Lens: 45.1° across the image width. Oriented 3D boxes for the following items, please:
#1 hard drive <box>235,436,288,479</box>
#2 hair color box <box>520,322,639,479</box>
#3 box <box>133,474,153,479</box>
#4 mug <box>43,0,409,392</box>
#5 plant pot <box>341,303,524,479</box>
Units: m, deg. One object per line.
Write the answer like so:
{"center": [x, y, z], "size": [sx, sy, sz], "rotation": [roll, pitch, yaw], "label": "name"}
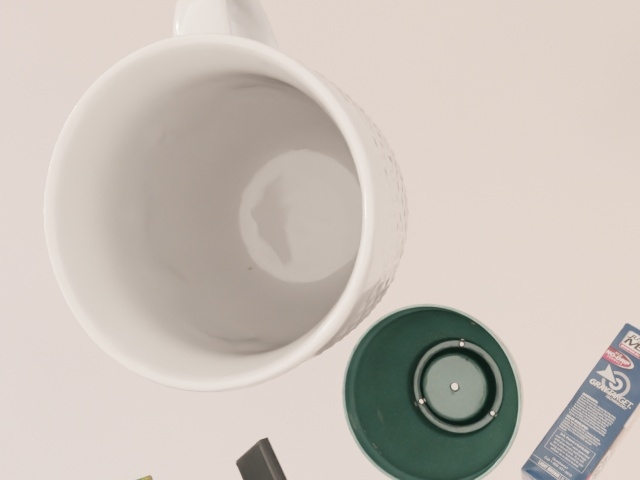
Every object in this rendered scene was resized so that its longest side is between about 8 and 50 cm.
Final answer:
{"center": [-0.086, 0.400, 1.250], "size": [0.094, 0.022, 0.135], "rotation": [-49, -119, 40], "label": "hard drive"}
{"center": [0.517, 0.340, 1.444], "size": [0.105, 0.174, 0.347], "rotation": [33, -105, 28], "label": "hair color box"}
{"center": [-0.368, 0.596, 1.294], "size": [0.279, 0.177, 0.290], "rotation": [-17, -61, -6], "label": "box"}
{"center": [-0.059, -0.071, 0.741], "size": [0.276, 0.328, 0.374], "rotation": [-12, -92, 15], "label": "mug"}
{"center": [0.209, 0.254, 1.301], "size": [0.293, 0.196, 0.293], "rotation": [-2, -96, 25], "label": "plant pot"}
